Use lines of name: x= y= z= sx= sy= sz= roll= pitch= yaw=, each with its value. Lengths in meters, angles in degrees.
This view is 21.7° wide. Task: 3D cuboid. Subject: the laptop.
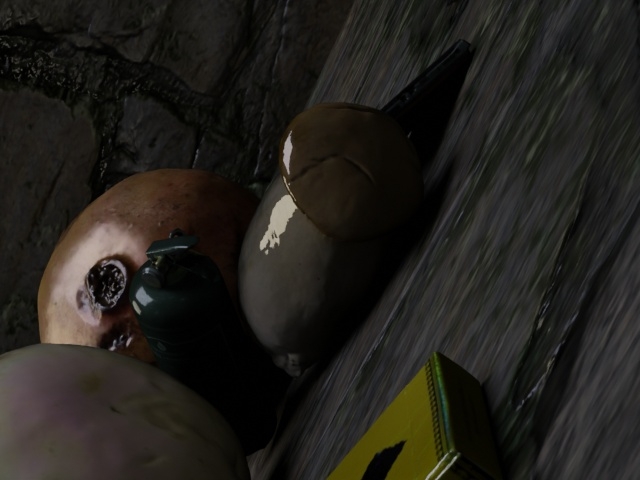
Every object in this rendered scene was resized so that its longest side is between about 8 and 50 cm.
laptop: x=0.063 y=-0.108 z=1.622 sx=0.154 sy=0.026 sz=0.207 roll=-41 pitch=-4 yaw=-22

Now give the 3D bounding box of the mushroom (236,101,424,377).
mushroom: x=-0.005 y=0.008 z=1.555 sx=0.154 sy=0.137 sz=0.407 roll=-52 pitch=-6 yaw=-20

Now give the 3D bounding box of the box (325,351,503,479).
box: x=-0.005 y=0.198 z=0.953 sx=0.279 sy=0.041 sz=0.153 roll=-49 pitch=9 yaw=13

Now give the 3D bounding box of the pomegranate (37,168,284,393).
pomegranate: x=-0.173 y=0.076 z=1.924 sx=0.322 sy=0.322 sz=0.322 roll=-157 pitch=90 yaw=-84

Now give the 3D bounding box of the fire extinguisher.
fire extinguisher: x=-0.119 y=0.098 z=1.685 sx=0.095 sy=0.114 sz=0.311 roll=-54 pitch=-37 yaw=-31

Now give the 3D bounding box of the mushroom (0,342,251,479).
mushroom: x=-0.206 y=0.267 z=1.573 sx=0.325 sy=0.353 sz=0.353 roll=-27 pitch=-12 yaw=-24
